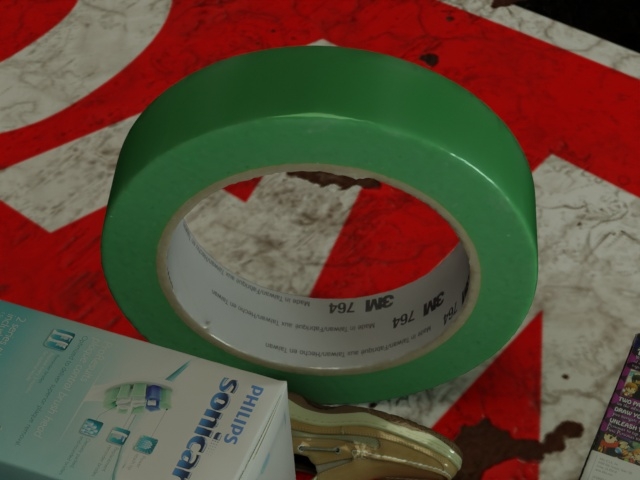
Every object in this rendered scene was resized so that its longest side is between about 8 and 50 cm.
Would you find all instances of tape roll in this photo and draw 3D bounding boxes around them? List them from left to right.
[{"bbox_3d":[0.000,0.000,1.074,0.321,0.321,0.077,1,49,5],"label":"tape roll"}]

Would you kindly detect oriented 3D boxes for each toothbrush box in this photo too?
[{"bbox_3d":[-0.172,0.167,1.003,0.295,0.216,0.126,15,50,17],"label":"toothbrush box"}]

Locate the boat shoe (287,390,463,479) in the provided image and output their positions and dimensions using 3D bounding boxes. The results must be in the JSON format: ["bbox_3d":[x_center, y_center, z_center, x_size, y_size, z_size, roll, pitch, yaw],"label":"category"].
[{"bbox_3d":[0.013,0.168,1.102,0.190,0.068,0.072,8,60,24],"label":"boat shoe"}]

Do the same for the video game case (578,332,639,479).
[{"bbox_3d":[0.316,0.187,1.073,0.232,0.042,0.210,17,51,18],"label":"video game case"}]
